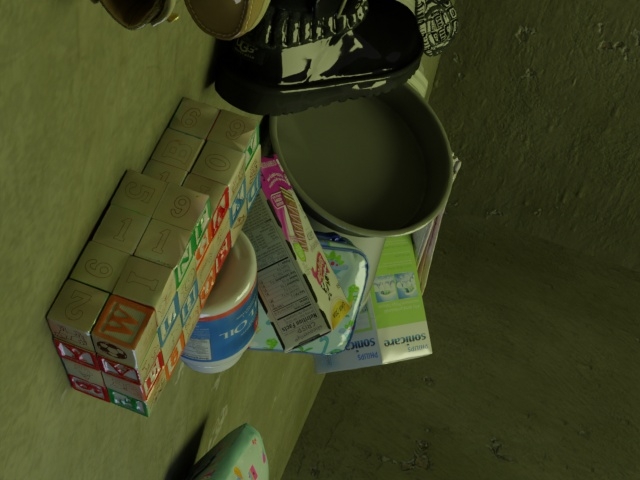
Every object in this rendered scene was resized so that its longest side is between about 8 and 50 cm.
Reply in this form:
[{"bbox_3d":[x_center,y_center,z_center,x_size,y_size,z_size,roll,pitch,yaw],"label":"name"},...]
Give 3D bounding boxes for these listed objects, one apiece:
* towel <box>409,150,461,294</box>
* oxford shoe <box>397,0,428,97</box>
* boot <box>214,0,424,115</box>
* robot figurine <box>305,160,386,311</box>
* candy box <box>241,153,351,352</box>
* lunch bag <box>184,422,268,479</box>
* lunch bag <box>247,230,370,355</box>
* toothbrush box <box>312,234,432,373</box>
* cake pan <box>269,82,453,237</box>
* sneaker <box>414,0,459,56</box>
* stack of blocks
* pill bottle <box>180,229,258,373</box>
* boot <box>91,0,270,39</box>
[{"bbox_3d":[0.108,-0.088,2.055,0.053,0.332,0.317,-8,127,-35],"label":"towel"},{"bbox_3d":[0.096,-0.322,1.810,0.449,0.169,0.130,45,60,-74],"label":"oxford shoe"},{"bbox_3d":[0.033,-0.295,1.272,0.348,0.131,0.260,-29,142,-49],"label":"boot"},{"bbox_3d":[0.000,0.000,1.793,0.300,0.199,0.354,-75,179,-57],"label":"robot figurine"},{"bbox_3d":[-0.050,0.011,1.425,0.233,0.071,0.159,65,12,-3],"label":"candy box"},{"bbox_3d":[-0.170,0.457,1.864,0.223,0.160,0.262,-48,150,-69],"label":"lunch bag"},{"bbox_3d":[-0.046,0.066,1.580,0.090,0.218,0.176,-140,-121,-62],"label":"lunch bag"},{"bbox_3d":[0.067,0.081,1.994,0.206,0.122,0.283,-16,-97,54],"label":"toothbrush box"},{"bbox_3d":[0.053,-0.128,1.628,0.054,0.293,0.293,-45,-163,55],"label":"cake pan"},{"bbox_3d":[0.129,-0.433,1.831,0.109,0.130,0.286,-35,131,-21],"label":"sneaker"},{"bbox_3d":[-0.154,0.004,1.125,0.171,0.087,0.297,96,16,-60],"label":"stack of blocks"},{"bbox_3d":[-0.133,0.073,1.315,0.221,0.124,0.124,94,17,-63],"label":"pill bottle"},{"bbox_3d":[-0.107,-0.219,0.872,0.262,0.095,0.203,97,14,-52],"label":"boot"}]
